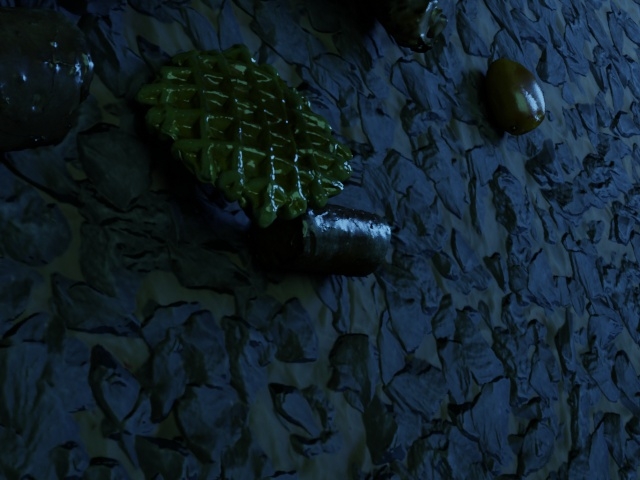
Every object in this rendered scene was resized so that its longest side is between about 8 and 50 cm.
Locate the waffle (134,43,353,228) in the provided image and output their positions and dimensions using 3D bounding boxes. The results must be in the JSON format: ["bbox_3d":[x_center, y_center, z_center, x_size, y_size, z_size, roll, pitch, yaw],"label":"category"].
[{"bbox_3d":[-0.068,-0.108,1.121,0.214,0.054,0.208,44,33,9],"label":"waffle"}]

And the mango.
[{"bbox_3d":[0.265,-0.200,1.592,0.080,0.060,0.114,1,72,-33],"label":"mango"}]

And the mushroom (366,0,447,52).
[{"bbox_3d":[0.057,-0.405,1.373,0.345,0.259,0.345,15,44,-15],"label":"mushroom"}]

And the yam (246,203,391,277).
[{"bbox_3d":[0.001,-0.001,1.166,0.141,0.079,0.079,9,64,-47],"label":"yam"}]

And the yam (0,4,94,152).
[{"bbox_3d":[-0.302,-0.114,0.837,0.280,0.131,0.131,-11,80,-52],"label":"yam"}]
